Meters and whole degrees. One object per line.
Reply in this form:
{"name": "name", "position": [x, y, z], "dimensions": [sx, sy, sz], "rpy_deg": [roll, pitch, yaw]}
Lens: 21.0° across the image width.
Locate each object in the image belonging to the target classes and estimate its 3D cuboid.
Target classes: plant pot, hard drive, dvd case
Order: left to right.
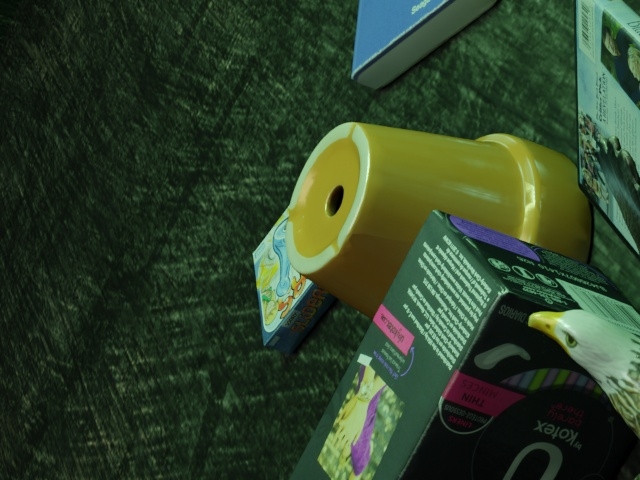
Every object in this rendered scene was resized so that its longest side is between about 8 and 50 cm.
{"name": "plant pot", "position": [0.082, -0.005, 1.398], "dimensions": [0.205, 0.188, 0.205], "rpy_deg": [-43, 37, 45]}
{"name": "hard drive", "position": [0.112, -0.335, 1.742], "dimensions": [0.210, 0.040, 0.318], "rpy_deg": [-33, 44, 52]}
{"name": "dvd case", "position": [0.235, -0.059, 1.219], "dimensions": [0.253, 0.022, 0.180], "rpy_deg": [-118, 18, -57]}

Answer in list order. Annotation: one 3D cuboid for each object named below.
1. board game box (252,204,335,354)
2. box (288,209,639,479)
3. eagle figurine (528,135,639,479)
{"name": "board game box", "position": [0.000, 0.000, 1.737], "dimensions": [0.201, 0.035, 0.136], "rpy_deg": [-53, 31, 33]}
{"name": "box", "position": [0.110, 0.141, 1.267], "dimensions": [0.270, 0.165, 0.143], "rpy_deg": [-63, 26, 17]}
{"name": "eagle figurine", "position": [0.224, 0.069, 0.984], "dimensions": [0.226, 0.225, 0.298], "rpy_deg": [-94, 17, -54]}
